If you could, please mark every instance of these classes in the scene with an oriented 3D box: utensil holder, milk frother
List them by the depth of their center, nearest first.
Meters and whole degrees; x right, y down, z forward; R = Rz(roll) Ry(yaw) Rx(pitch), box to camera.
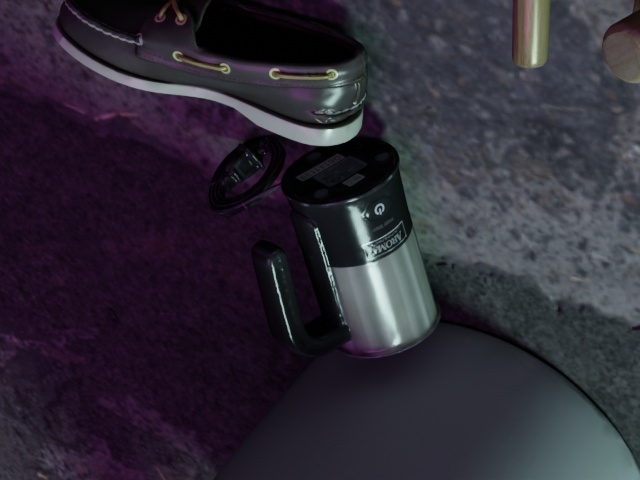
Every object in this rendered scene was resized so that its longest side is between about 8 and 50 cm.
[{"bbox_3d":[0.031,0.289,1.406,0.328,0.385,0.327,19,133,22],"label":"utensil holder"},{"bbox_3d":[0.000,0.000,1.412,0.143,0.129,0.134,-125,16,-58],"label":"milk frother"}]

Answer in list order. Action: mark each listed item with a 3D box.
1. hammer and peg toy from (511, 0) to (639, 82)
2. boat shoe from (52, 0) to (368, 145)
[{"bbox_3d":[0.242,-0.171,1.054,0.361,0.127,0.266,36,141,32],"label":"hammer and peg toy"},{"bbox_3d":[-0.074,-0.136,1.351,0.228,0.081,0.068,19,131,11],"label":"boat shoe"}]
